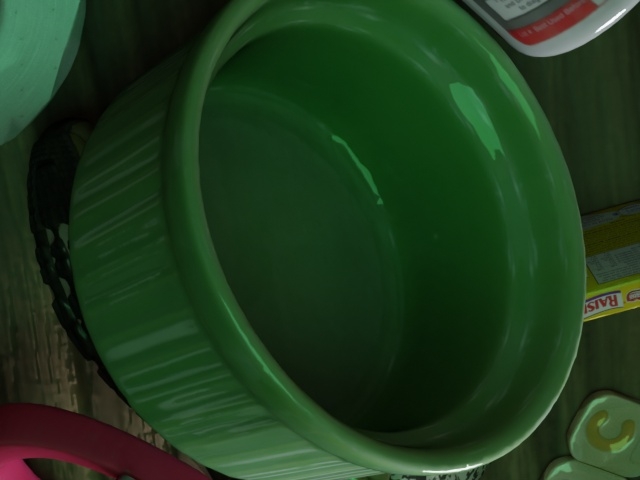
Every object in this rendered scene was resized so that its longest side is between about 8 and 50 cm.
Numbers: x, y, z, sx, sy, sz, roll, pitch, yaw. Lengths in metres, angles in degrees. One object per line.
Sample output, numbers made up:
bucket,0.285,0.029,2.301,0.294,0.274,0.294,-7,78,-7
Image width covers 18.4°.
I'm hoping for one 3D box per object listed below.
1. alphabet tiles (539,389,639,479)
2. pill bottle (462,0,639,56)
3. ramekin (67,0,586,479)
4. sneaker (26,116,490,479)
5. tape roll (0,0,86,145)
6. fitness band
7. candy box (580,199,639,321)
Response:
alphabet tiles,0.283,0.222,1.450,0.278,0.021,0.284,21,108,-16
pill bottle,0.076,-0.252,1.148,0.283,0.161,0.161,39,101,-21
ramekin,0.000,0.000,1.163,0.303,0.303,0.148,44,141,-21
sneaker,-0.031,0.062,1.301,0.182,0.158,0.410,-46,112,-23
tape roll,-0.250,-0.154,1.186,0.219,0.072,0.219,-3,112,-8
fitness band,-0.103,0.202,1.293,0.291,0.209,0.054,37,64,-16
candy box,0.195,0.012,1.304,0.206,0.105,0.027,-15,119,-2
